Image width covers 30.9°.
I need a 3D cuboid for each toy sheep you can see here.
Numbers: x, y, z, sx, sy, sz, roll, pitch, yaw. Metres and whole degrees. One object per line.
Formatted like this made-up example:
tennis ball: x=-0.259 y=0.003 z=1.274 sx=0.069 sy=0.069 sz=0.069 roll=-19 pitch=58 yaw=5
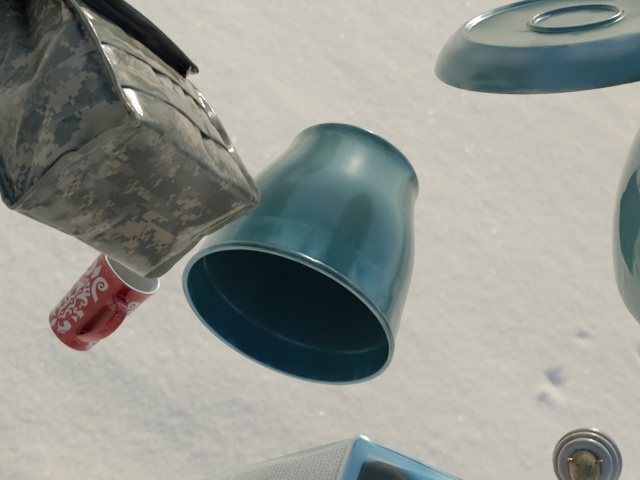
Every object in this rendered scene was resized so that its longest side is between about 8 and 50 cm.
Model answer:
toy sheep: x=0.321 y=0.267 z=1.393 sx=0.091 sy=0.091 sz=0.132 roll=46 pitch=12 yaw=6

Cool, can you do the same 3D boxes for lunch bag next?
lunch bag: x=-0.213 y=-0.138 z=1.099 sx=0.287 sy=0.169 sz=0.235 roll=60 pitch=11 yaw=28

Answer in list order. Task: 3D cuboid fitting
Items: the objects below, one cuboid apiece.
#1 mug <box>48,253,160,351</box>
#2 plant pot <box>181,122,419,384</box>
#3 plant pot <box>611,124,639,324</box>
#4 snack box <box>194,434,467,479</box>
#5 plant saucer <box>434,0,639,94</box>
mug: x=-0.365 y=0.101 z=1.885 sx=0.113 sy=0.169 sz=0.150 roll=46 pitch=22 yaw=-3
plant pot: x=0.000 y=0.000 z=1.457 sx=0.272 sy=0.271 sz=0.255 roll=31 pitch=55 yaw=-11
plant pot: x=0.384 y=0.002 z=1.062 sx=0.290 sy=0.195 sz=0.290 roll=19 pitch=41 yaw=-17
snack box: x=-0.052 y=0.229 z=0.362 sx=0.060 sy=0.187 sz=0.322 roll=27 pitch=64 yaw=-17
plant saucer: x=0.280 y=-0.227 z=1.263 sx=0.317 sy=0.318 sz=0.043 roll=-39 pitch=126 yaw=-50
